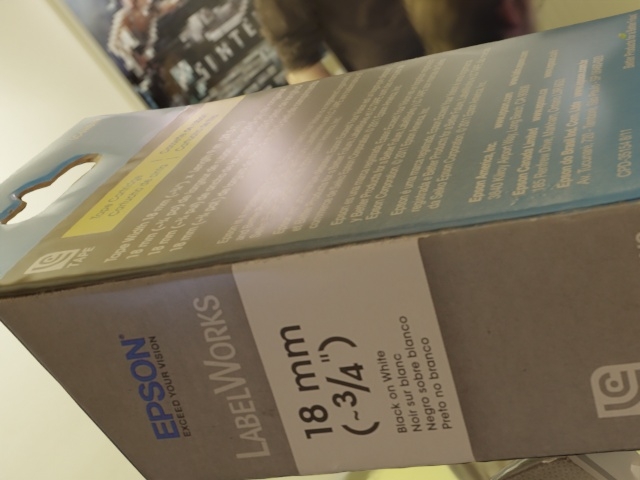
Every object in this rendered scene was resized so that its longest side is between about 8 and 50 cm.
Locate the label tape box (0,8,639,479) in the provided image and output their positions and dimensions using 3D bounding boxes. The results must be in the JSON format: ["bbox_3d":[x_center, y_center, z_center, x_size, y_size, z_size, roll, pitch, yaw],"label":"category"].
[{"bbox_3d":[0.000,0.000,0.537,0.334,0.105,0.240,-9,23,20],"label":"label tape box"}]

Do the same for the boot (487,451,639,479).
[{"bbox_3d":[0.135,0.182,0.409,0.123,0.095,0.258,-27,45,-29],"label":"boot"}]
